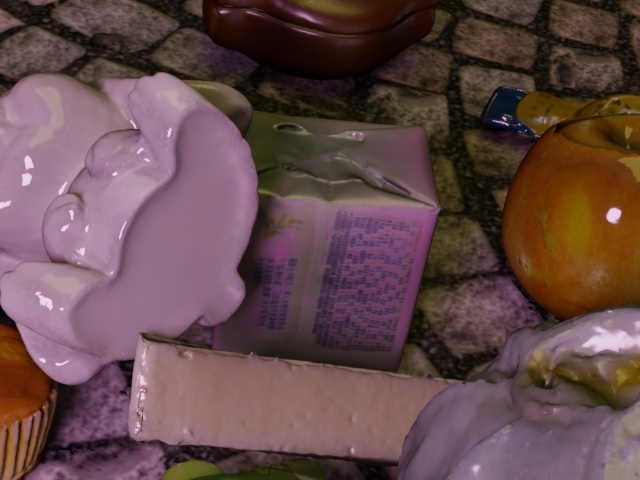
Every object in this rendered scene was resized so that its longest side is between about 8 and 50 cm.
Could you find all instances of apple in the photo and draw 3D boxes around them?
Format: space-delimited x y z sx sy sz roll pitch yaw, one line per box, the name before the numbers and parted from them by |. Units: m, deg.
apple | 0.292 -0.029 1.429 0.236 0.208 0.237 8 37 -6

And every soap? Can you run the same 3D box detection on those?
soap | 0.000 0.000 1.330 0.182 0.199 0.138 6 35 -6

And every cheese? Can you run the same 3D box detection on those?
cheese | 0.033 0.141 1.191 0.400 0.034 0.085 11 73 -27
cheese | 0.318 -0.123 1.660 0.270 0.069 0.177 18 39 13

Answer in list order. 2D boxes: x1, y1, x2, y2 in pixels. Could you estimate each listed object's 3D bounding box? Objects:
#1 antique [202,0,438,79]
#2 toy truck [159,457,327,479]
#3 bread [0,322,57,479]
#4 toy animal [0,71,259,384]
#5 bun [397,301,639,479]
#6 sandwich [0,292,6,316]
antique | -0.006 -0.278 1.721 0.278 0.129 0.223 -7 42 -21
toy truck | -0.054 0.228 1.092 0.187 0.148 0.210 3 24 -26
bread | -0.309 0.127 1.178 0.190 0.114 0.132 2 37 -19
toy animal | -0.194 -0.032 1.203 0.265 0.206 0.272 23 81 41
bun | 0.215 0.172 1.063 0.361 0.211 0.362 -22 25 11
sandwich | -0.365 -0.061 1.346 0.250 0.162 0.301 -4 44 -25
